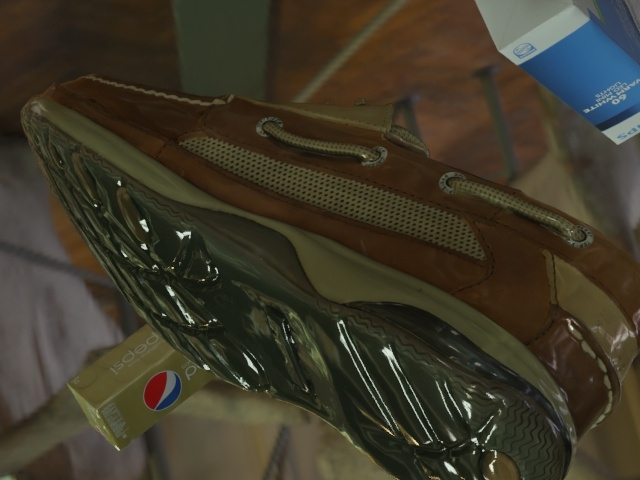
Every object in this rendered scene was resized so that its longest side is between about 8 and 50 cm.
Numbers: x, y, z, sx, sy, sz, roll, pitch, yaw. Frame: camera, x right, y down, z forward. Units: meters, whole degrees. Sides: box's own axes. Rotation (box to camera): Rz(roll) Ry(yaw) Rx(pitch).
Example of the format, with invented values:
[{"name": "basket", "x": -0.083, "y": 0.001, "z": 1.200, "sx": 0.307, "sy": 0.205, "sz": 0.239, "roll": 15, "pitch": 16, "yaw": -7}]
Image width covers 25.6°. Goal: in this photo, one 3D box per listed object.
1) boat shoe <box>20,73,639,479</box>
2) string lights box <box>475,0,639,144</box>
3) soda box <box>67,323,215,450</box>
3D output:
[{"name": "boat shoe", "x": 0.000, "y": 0.000, "z": 0.614, "sx": 0.120, "sy": 0.324, "sz": 0.122, "roll": -41, "pitch": 140, "yaw": -25}, {"name": "string lights box", "x": 0.222, "y": -0.192, "z": 1.249, "sx": 0.077, "sy": 0.133, "sz": 0.260, "roll": -32, "pitch": 150, "yaw": 22}, {"name": "soda box", "x": -0.143, "y": 0.112, "z": 1.325, "sx": 0.181, "sy": 0.058, "sz": 0.061, "roll": -36, "pitch": -142, "yaw": -20}]
